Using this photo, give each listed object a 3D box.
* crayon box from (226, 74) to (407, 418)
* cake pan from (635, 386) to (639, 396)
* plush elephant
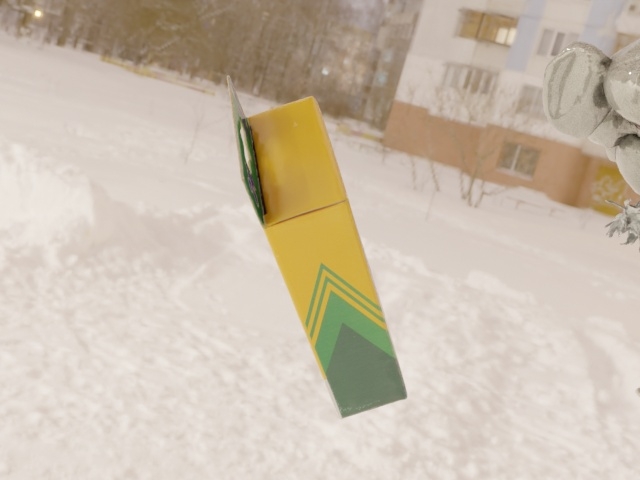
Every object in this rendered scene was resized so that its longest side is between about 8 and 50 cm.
[{"bbox_3d":[0.000,0.000,0.840,0.083,0.323,0.203,-18,38,3],"label":"crayon box"},{"bbox_3d":[0.384,0.127,0.585,0.293,0.054,0.293,14,-1,0],"label":"cake pan"},{"bbox_3d":[0.440,-0.183,1.033,0.272,0.330,0.255,16,-35,33],"label":"plush elephant"}]
